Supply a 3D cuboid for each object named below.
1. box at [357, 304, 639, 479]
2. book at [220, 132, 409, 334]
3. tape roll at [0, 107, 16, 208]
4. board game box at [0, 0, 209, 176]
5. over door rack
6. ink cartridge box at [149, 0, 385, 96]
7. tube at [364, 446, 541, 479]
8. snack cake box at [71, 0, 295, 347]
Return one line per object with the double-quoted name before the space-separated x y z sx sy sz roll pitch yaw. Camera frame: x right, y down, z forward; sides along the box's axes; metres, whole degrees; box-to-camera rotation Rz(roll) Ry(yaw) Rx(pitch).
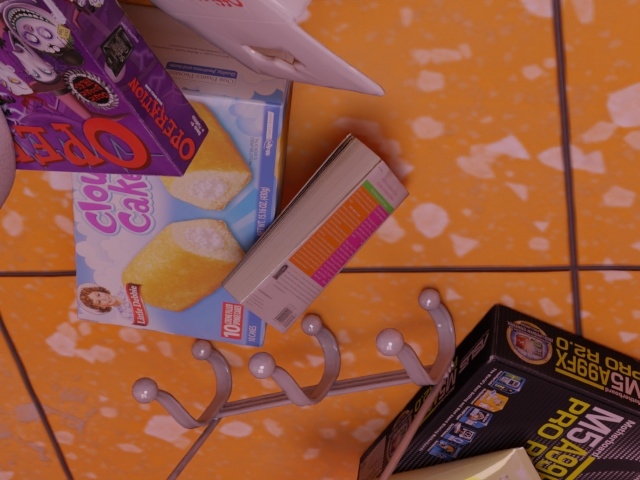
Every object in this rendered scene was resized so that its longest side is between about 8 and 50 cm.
"box" 0.182 0.185 1.488 0.216 0.060 0.270 23 137 -13
"book" 0.000 0.000 1.255 0.144 0.035 0.096 -48 154 -1
"tape roll" -0.393 -0.104 1.148 0.392 0.072 0.392 19 150 11
"board game box" -0.263 -0.127 1.125 0.346 0.056 0.208 3 148 35
"over door rack" -0.039 0.156 1.311 0.239 0.324 0.108 -13 119 25
"ink cartridge box" -0.100 -0.231 0.968 0.353 0.119 0.207 36 172 -27
"tube" 0.077 0.229 1.471 0.240 0.062 0.070 -15 173 18
"snack cake box" -0.104 -0.044 1.266 0.152 0.089 0.264 7 138 1
